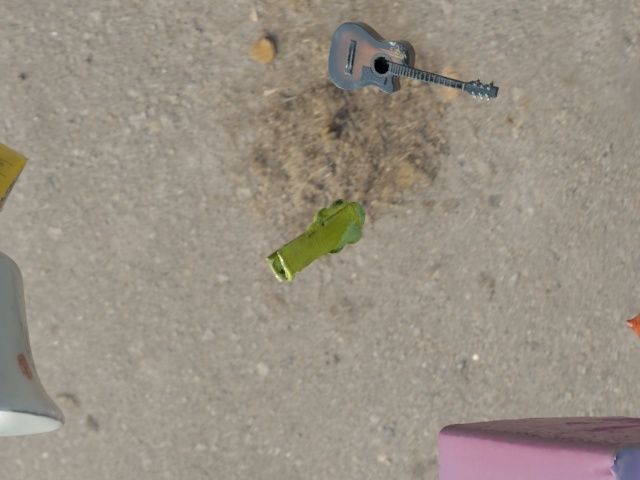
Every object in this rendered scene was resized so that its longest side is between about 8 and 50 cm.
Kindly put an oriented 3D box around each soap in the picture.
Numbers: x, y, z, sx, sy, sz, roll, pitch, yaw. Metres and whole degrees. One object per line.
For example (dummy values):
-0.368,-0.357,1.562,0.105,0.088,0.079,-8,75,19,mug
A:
0.208,0.160,0.688,0.181,0.259,0.081,1,83,-16,soap

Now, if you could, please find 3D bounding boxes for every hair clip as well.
0.000,0.000,1.493,0.046,0.173,0.072,-4,119,53,hair clip

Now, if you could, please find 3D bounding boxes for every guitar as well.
0.116,-0.216,1.319,0.233,0.025,0.088,18,113,22,guitar

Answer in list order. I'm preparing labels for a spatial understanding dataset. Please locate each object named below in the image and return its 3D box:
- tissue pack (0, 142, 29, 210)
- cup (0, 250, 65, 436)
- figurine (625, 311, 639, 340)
-0.698,-0.088,1.615,0.382,0.293,0.228,31,124,-15,tissue pack
-0.373,0.063,0.803,0.347,0.347,0.163,-9,73,25,cup
0.359,0.064,0.981,0.140,0.068,0.075,-29,60,26,figurine
